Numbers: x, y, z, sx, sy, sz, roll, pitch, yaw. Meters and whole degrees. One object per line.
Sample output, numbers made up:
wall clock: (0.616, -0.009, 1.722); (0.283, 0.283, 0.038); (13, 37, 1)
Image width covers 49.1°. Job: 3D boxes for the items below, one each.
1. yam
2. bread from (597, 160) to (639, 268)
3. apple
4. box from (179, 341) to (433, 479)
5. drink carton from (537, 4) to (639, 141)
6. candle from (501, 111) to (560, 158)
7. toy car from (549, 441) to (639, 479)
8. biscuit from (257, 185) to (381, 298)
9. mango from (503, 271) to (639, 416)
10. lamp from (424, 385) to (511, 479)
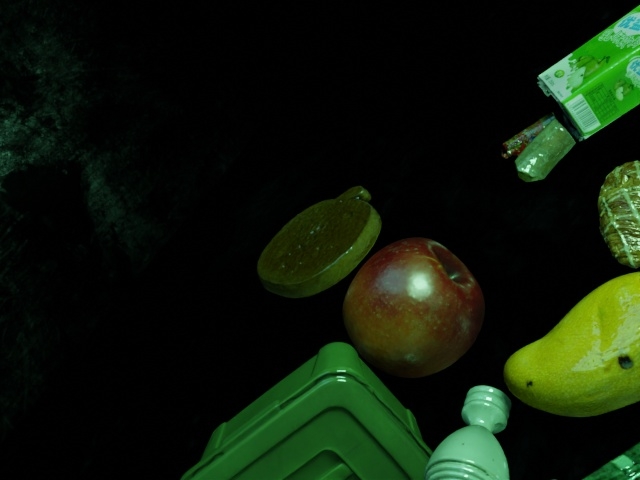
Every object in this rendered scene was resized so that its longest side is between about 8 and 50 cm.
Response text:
yam: (0.430, -0.168, 1.347); (0.146, 0.070, 0.069); (-47, 23, -6)
bread: (0.475, -0.057, 1.070); (0.105, 0.076, 0.233); (-25, 30, 40)
apple: (0.151, 0.109, 1.137); (0.201, 0.218, 0.218); (-40, 22, 27)
box: (-0.016, 0.319, 1.021); (0.328, 0.253, 0.178); (-38, 14, 10)
drink carton: (0.569, -0.329, 1.341); (0.271, 0.108, 0.161); (-34, 27, 19)
candle: (0.429, -0.207, 1.431); (0.130, 0.052, 0.052); (-32, 26, 24)
toy car: (0.336, 0.270, 0.670); (0.305, 0.125, 0.136); (-25, 21, -13)
biscuit: (0.006, 0.006, 1.740); (0.350, 0.070, 0.394); (-46, 23, -12)
mango: (0.359, 0.139, 0.883); (0.262, 0.109, 0.157); (-38, 33, 26)
lamp: (0.201, 0.277, 0.919); (0.106, 0.106, 0.193); (-25, 21, 37)
